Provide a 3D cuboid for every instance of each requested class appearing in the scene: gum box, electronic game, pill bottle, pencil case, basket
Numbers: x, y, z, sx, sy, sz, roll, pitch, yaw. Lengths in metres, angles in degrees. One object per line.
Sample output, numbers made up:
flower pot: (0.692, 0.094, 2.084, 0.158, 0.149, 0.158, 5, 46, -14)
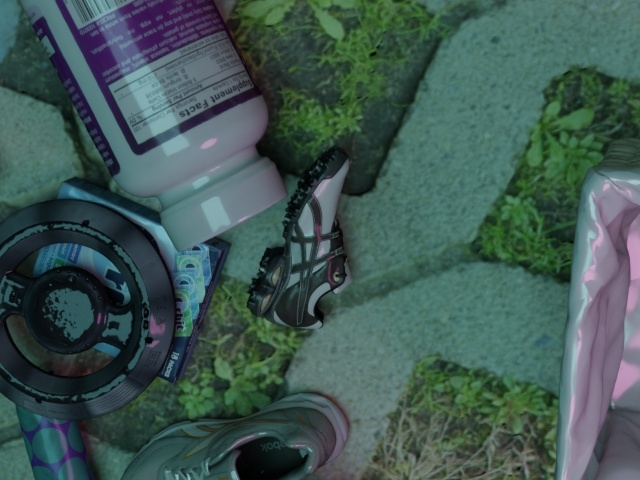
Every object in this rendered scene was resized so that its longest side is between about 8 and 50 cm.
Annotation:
gum box: (-0.206, 0.041, 1.657, 0.184, 0.041, 0.157, 23, 106, 8)
electronic game: (-0.259, 0.072, 1.628, 0.229, 0.048, 0.229, 1, 94, 10)
pill bottle: (-0.154, -0.148, 1.540, 0.169, 0.169, 0.302, -26, 95, 17)
pencil case: (-0.282, 0.221, 1.697, 0.064, 0.070, 0.152, -12, 99, 12)
basket: (0.388, 0.090, 1.413, 0.328, 0.266, 0.331, 6, 102, 12)

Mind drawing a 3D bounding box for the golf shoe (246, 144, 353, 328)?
golf shoe: (0.000, 0.000, 1.592, 0.093, 0.077, 0.198, 23, 113, -4)

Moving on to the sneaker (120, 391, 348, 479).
sneaker: (-0.105, 0.232, 1.633, 0.262, 0.121, 0.099, -23, 95, 17)
